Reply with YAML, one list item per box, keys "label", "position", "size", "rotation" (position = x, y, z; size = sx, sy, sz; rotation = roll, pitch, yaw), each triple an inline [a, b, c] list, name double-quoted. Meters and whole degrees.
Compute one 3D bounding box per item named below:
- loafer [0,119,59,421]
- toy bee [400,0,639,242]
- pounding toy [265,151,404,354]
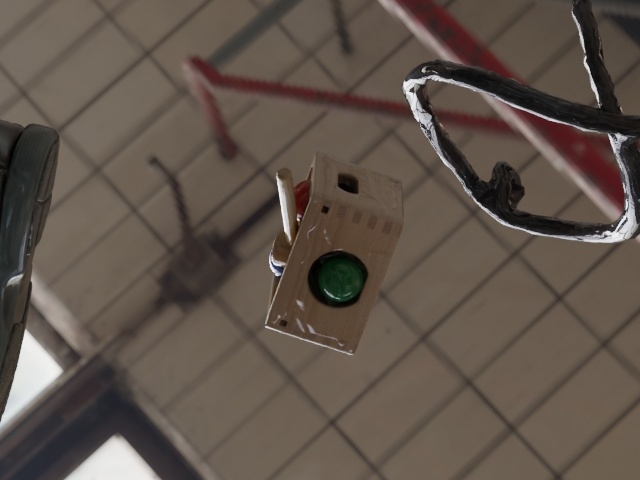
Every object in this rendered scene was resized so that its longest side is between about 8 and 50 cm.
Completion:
- label: "loafer"
  position: [-0.234, 0.033, 1.049]
  size: [0.084, 0.267, 0.096]
  rotation: [16, -150, -4]
- label: "toy bee"
  position: [0.195, -0.001, 0.358]
  size: [0.298, 0.162, 0.195]
  rotation: [43, 163, -25]
- label: "pounding toy"
  position: [0.000, 0.000, 1.185]
  size: [0.100, 0.130, 0.141]
  rotation: [18, -161, -5]
